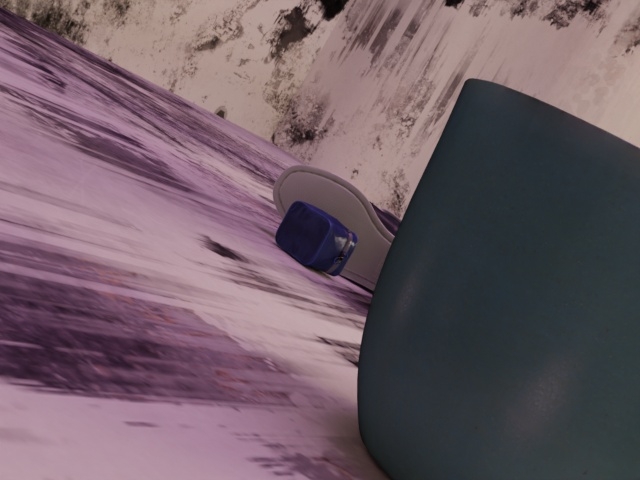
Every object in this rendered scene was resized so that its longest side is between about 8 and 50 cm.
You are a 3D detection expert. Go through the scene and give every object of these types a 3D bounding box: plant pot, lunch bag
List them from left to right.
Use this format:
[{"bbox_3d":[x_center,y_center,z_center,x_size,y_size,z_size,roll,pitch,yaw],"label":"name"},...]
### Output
[{"bbox_3d":[0.000,0.000,1.310,0.065,0.067,0.098,24,10,-46],"label":"lunch bag"},{"bbox_3d":[0.159,0.071,0.662,0.293,0.235,0.293,30,6,-4],"label":"plant pot"}]

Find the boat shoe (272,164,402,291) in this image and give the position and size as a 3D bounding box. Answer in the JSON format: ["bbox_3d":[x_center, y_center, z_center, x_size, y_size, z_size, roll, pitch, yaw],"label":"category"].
[{"bbox_3d":[0.063,0.007,1.410,0.302,0.114,0.091,42,6,-3],"label":"boat shoe"}]
